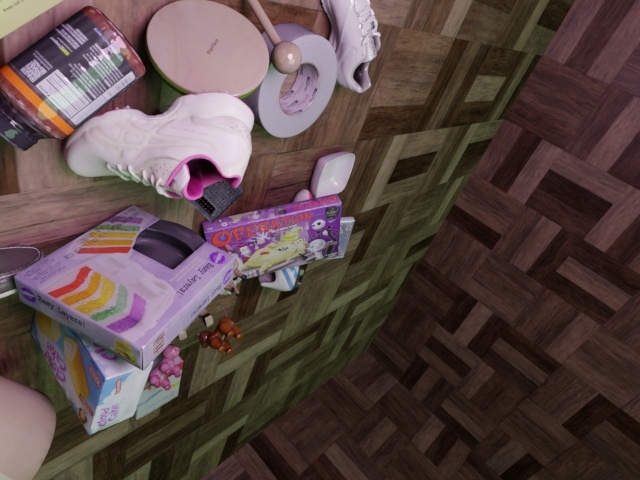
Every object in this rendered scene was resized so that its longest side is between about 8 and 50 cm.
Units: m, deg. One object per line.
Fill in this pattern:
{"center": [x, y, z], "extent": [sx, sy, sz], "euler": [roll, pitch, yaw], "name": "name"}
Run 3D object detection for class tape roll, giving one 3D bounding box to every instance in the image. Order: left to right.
{"center": [-0.065, -0.330, 0.877], "extent": [0.219, 0.072, 0.219], "euler": [-38, 151, -25], "name": "tape roll"}

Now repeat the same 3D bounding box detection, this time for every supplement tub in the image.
{"center": [-0.343, -0.209, 0.555], "extent": [0.198, 0.106, 0.106], "euler": [-44, 154, -10], "name": "supplement tub"}

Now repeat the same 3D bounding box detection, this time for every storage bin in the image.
{"center": [-0.237, -0.129, 0.747], "extent": [0.084, 0.180, 0.122], "euler": [-45, 155, -8], "name": "storage bin"}

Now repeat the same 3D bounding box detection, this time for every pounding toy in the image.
{"center": [-0.167, -0.293, 0.693], "extent": [0.237, 0.183, 0.110], "euler": [-39, 179, -28], "name": "pounding toy"}

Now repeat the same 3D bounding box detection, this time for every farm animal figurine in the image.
{"center": [-0.361, 0.181, 1.009], "extent": [0.330, 0.172, 0.326], "euler": [-8, 120, -41], "name": "farm animal figurine"}

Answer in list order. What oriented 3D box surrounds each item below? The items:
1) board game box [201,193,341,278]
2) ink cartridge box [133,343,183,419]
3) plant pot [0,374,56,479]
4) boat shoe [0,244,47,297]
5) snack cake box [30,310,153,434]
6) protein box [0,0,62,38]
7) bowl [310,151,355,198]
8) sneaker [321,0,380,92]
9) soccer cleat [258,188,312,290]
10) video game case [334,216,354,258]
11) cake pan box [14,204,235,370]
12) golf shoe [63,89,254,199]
{"center": [-0.116, 0.000, 1.101], "extent": [0.347, 0.056, 0.208], "euler": [-14, 134, -13], "name": "board game box"}
{"center": [-0.461, 0.357, 1.116], "extent": [0.127, 0.128, 0.176], "euler": [-23, 144, -43], "name": "ink cartridge box"}
{"center": [-0.629, 0.295, 0.659], "extent": [0.256, 0.256, 0.274], "euler": [-39, 137, -22], "name": "plant pot"}
{"center": [-0.536, 0.051, 0.625], "extent": [0.228, 0.081, 0.068], "euler": [-23, 148, -39], "name": "boat shoe"}
{"center": [-0.433, 0.198, 0.780], "extent": [0.089, 0.264, 0.152], "euler": [-8, 133, -54], "name": "snack cake box"}
{"center": [-0.321, -0.336, 0.374], "extent": [0.200, 0.136, 0.201], "euler": [-43, 155, -13], "name": "protein box"}
{"center": [0.028, -0.199, 1.234], "extent": [0.142, 0.053, 0.142], "euler": [-26, 147, -41], "name": "bowl"}
{"center": [0.076, -0.450, 0.876], "extent": [0.111, 0.129, 0.297], "euler": [-36, 151, -22], "name": "sneaker"}
{"center": [-0.106, 0.007, 1.235], "extent": [0.143, 0.116, 0.331], "euler": [5, 113, -16], "name": "soccer cleat"}
{"center": [0.000, 0.000, 1.396], "extent": [0.201, 0.023, 0.183], "euler": [-6, 137, -19], "name": "video game case"}
{"center": [-0.317, 0.062, 0.731], "extent": [0.267, 0.246, 0.070], "euler": [-51, 165, -51], "name": "cake pan box"}
{"center": [-0.246, -0.122, 0.618], "extent": [0.306, 0.140, 0.115], "euler": [-10, 165, 13], "name": "golf shoe"}
